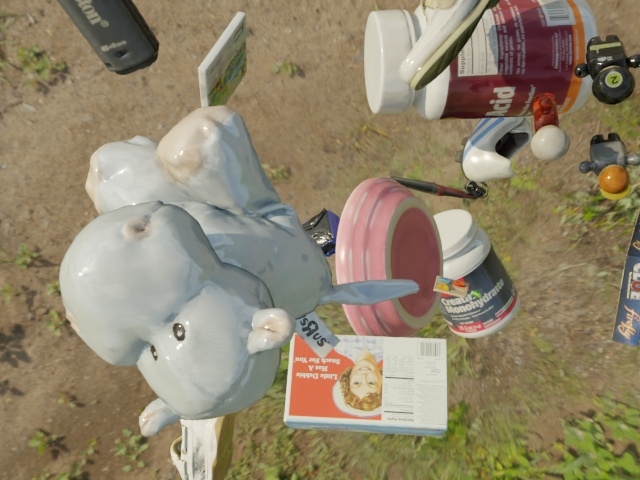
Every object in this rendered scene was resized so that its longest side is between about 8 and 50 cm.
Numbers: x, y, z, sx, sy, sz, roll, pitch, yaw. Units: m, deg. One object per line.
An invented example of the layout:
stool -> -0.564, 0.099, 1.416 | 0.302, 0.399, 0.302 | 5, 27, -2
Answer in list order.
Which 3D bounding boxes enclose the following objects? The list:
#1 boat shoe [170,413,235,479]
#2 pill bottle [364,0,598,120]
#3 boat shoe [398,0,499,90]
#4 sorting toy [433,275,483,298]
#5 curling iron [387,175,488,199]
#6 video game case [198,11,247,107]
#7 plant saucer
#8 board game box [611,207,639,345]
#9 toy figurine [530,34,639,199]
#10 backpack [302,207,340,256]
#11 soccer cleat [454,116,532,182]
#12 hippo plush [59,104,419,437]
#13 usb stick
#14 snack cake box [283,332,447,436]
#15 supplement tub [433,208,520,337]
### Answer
boat shoe -> -0.207, 0.363, 1.299 | 0.096, 0.098, 0.277 | 18, 128, 8
pill bottle -> 0.290, -0.340, 1.425 | 0.393, 0.224, 0.223 | -4, 84, -5
boat shoe -> 0.209, -0.373, 1.211 | 0.103, 0.113, 0.302 | 37, 79, 5
sorting toy -> 0.240, 0.081, 1.314 | 0.083, 0.062, 0.012 | 13, 114, 9
curling iron -> 0.293, -0.140, 1.890 | 0.274, 0.035, 0.068 | 4, 117, -15
video game case -> -0.246, -0.435, 1.938 | 0.026, 0.206, 0.227 | 20, 58, 9
plant saucer -> 0.148, 0.042, 1.446 | 0.084, 0.332, 0.331 | -4, 84, 33
board game box -> 0.529, 0.035, 1.244 | 0.042, 0.243, 0.165 | 12, 126, 24
toy figurine -> 0.458, -0.190, 1.204 | 0.210, 0.148, 0.213 | 30, 130, -16
backpack -> 0.000, 0.000, 1.866 | 0.120, 0.101, 0.097 | -28, 51, 24
soccer cleat -> 0.408, -0.265, 1.654 | 0.143, 0.116, 0.331 | 3, 61, 39
hippo plush -> -0.108, 0.058, 0.626 | 0.234, 0.236, 0.294 | -38, 104, 26
usb stick -> -0.275, -0.300, 0.852 | 0.077, 0.278, 0.045 | -22, 50, 7
snack cake box -> 0.078, 0.243, 1.275 | 0.265, 0.089, 0.152 | 2, 68, 4
supplement tub -> 0.342, 0.081, 1.817 | 0.191, 0.191, 0.272 | -31, 115, 6
